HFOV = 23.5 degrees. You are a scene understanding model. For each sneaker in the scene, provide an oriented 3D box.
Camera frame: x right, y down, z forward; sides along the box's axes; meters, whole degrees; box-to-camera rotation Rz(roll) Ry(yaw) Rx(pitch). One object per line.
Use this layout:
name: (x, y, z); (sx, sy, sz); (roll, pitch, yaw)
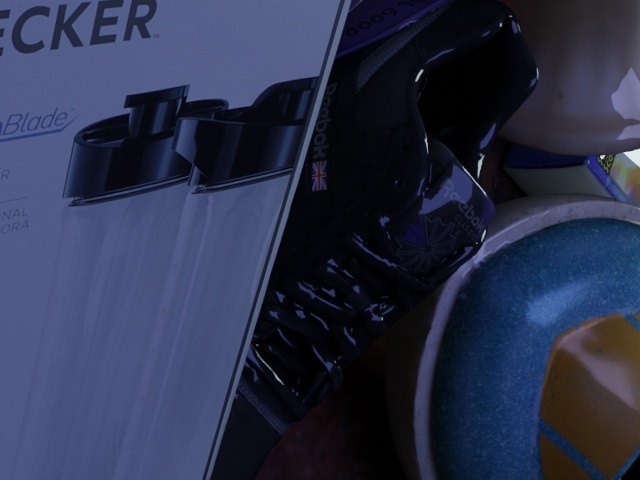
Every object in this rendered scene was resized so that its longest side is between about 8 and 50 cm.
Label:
sneaker: (0.000, 0.000, 0.639); (0.107, 0.124, 0.283); (47, 56, -37)

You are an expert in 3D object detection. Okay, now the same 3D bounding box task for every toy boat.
toy boat: (0.177, 0.034, 0.765); (0.267, 0.148, 0.318); (39, 85, -41)

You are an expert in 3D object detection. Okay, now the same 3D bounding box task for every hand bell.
hand bell: (0.122, -0.170, 0.680); (0.126, 0.126, 0.242); (-47, 148, -39)

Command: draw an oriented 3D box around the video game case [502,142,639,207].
video game case: (0.232, -0.086, 0.955); (0.244, 0.061, 0.269); (45, 58, -39)

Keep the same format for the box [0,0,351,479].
box: (-0.101, 0.017, 0.452); (0.169, 0.087, 0.290); (-15, 130, -49)

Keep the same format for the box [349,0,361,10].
box: (0.038, -0.154, 0.564); (0.057, 0.293, 0.201); (46, 53, -9)
